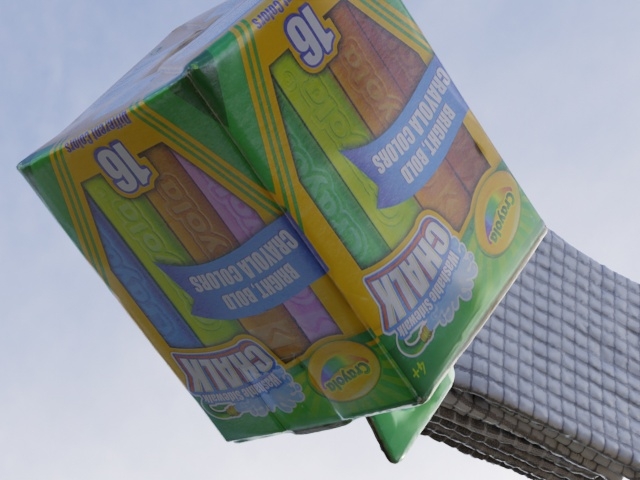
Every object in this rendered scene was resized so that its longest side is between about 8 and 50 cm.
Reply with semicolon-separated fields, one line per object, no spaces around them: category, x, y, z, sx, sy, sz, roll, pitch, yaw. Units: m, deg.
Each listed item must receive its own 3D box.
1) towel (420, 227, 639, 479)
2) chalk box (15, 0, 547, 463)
towel;0.190;0.101;1.266;0.283;0.235;0.121;26;-40;-23
chalk box;0.000;0.000;0.585;0.132;0.132;0.213;-20;-68;45
